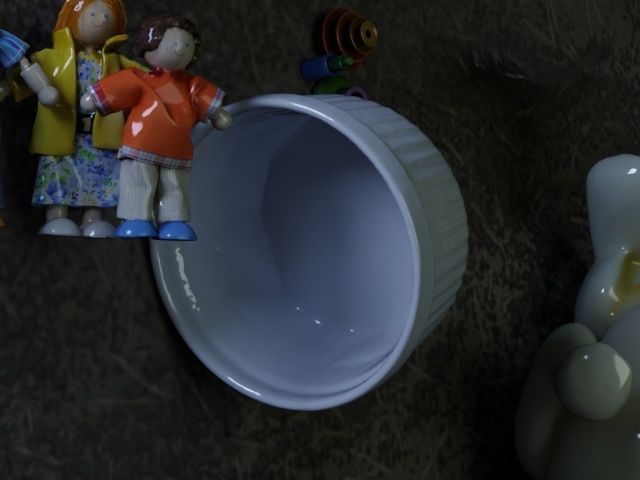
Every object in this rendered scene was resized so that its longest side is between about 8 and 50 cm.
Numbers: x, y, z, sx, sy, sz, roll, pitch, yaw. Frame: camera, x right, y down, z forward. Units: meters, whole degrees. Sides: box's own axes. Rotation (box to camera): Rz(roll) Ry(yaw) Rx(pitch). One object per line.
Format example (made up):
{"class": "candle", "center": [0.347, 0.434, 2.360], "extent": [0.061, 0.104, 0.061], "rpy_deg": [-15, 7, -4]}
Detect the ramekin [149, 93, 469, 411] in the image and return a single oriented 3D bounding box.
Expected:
{"class": "ramekin", "center": [0.000, 0.000, 1.176], "extent": [0.109, 0.207, 0.207], "rpy_deg": [-23, 102, -56]}

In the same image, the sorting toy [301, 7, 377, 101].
{"class": "sorting toy", "center": [0.021, -0.127, 1.331], "extent": [0.061, 0.042, 0.102], "rpy_deg": [6, 81, -48]}

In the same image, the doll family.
{"class": "doll family", "center": [-0.188, -0.086, 1.063], "extent": [0.263, 0.118, 0.163], "rpy_deg": [3, 88, -30]}

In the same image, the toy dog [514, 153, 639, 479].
{"class": "toy dog", "center": [0.268, 0.193, 1.427], "extent": [0.395, 0.285, 0.408], "rpy_deg": [99, 16, -54]}
